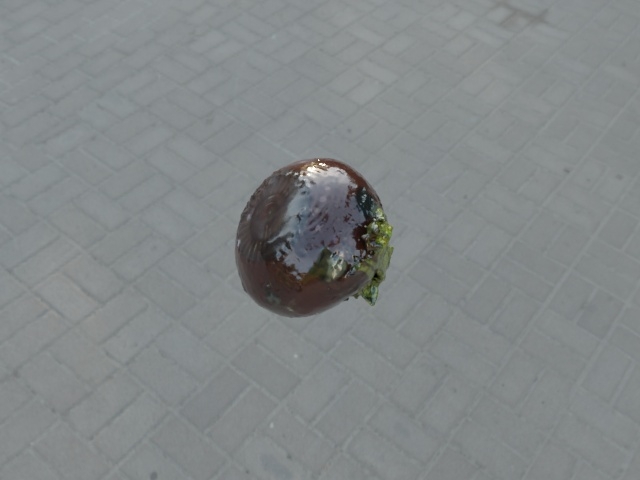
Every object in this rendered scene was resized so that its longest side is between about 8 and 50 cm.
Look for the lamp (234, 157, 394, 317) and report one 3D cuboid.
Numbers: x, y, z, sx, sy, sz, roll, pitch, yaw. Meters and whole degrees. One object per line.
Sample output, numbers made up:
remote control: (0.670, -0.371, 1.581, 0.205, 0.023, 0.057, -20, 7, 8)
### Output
lamp: (-0.003, 0.004, 0.642, 0.135, 0.156, 0.157, 31, 25, -41)
